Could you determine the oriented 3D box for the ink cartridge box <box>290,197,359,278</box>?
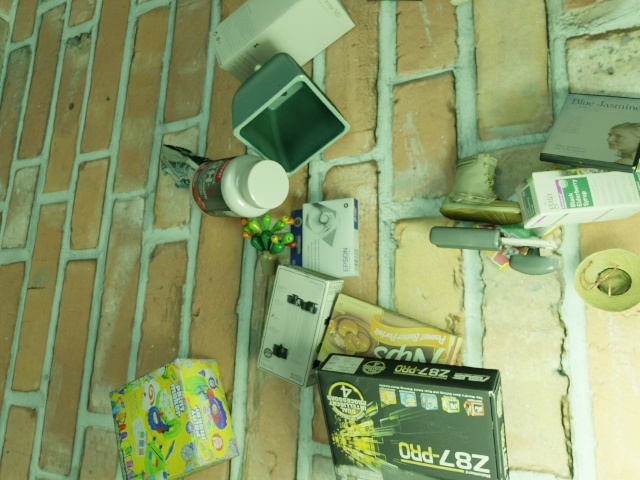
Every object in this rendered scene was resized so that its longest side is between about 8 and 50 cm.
[{"bbox_3d":[0.000,0.000,1.442,0.224,0.045,0.223,-8,75,27],"label":"ink cartridge box"}]

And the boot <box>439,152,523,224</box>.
[{"bbox_3d":[0.401,-0.125,1.214,0.213,0.077,0.165,8,69,42],"label":"boot"}]

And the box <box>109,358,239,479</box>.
[{"bbox_3d":[-0.424,0.527,1.474,0.279,0.177,0.290,-28,66,20],"label":"box"}]

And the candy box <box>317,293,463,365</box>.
[{"bbox_3d":[0.166,0.267,1.264,0.316,0.087,0.183,18,89,29],"label":"candy box"}]

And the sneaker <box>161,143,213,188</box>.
[{"bbox_3d":[-0.428,-0.225,1.711,0.283,0.110,0.122,28,110,33],"label":"sneaker"}]

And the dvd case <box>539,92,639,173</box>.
[{"bbox_3d":[0.601,-0.240,1.107,0.180,0.022,0.253,15,51,30],"label":"dvd case"}]

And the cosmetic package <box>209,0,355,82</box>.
[{"bbox_3d":[-0.117,-0.644,1.560,0.385,0.217,0.156,-30,65,22],"label":"cosmetic package"}]

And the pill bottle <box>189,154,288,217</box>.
[{"bbox_3d":[-0.233,-0.154,1.473,0.318,0.176,0.176,3,79,51],"label":"pill bottle"}]

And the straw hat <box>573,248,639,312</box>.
[{"bbox_3d":[0.619,0.088,1.077,0.144,0.061,0.145,-20,60,39],"label":"straw hat"}]

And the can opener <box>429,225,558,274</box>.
[{"bbox_3d":[0.389,0.022,1.172,0.283,0.076,0.095,3,80,32],"label":"can opener"}]

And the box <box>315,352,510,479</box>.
[{"bbox_3d":[0.201,0.421,1.132,0.394,0.097,0.318,-1,110,28],"label":"box"}]

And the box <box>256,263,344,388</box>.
[{"bbox_3d":[-0.055,0.222,1.369,0.169,0.087,0.290,14,95,31],"label":"box"}]

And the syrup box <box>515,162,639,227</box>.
[{"bbox_3d":[0.548,-0.093,1.080,0.236,0.096,0.093,-5,74,-4],"label":"syrup box"}]

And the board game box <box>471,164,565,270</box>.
[{"bbox_3d":[0.487,-0.056,1.199,0.259,0.039,0.124,-39,63,12],"label":"board game box"}]

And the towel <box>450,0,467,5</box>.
[{"bbox_3d":[0.431,-0.787,1.392,0.187,0.049,0.282,-9,75,28],"label":"towel"}]

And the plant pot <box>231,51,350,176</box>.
[{"bbox_3d":[-0.106,-0.392,1.489,0.247,0.247,0.252,-35,48,17],"label":"plant pot"}]

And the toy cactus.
[{"bbox_3d":[-0.152,0.008,1.500,0.219,0.112,0.181,8,106,34],"label":"toy cactus"}]
